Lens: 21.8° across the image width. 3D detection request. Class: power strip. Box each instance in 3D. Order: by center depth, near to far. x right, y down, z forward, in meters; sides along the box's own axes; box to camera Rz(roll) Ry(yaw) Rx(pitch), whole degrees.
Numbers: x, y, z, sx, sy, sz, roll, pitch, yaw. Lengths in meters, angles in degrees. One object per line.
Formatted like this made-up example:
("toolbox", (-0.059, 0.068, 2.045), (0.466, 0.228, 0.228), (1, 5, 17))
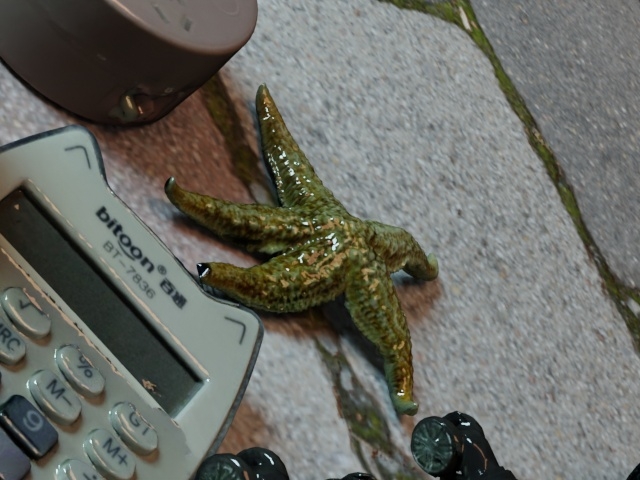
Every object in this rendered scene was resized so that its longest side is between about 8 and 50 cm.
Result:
("power strip", (-0.110, -0.138, 0.878), (0.154, 0.078, 0.154), (33, 36, -28))

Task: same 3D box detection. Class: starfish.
("starfish", (0.002, -0.001, 0.922), (0.223, 0.050, 0.217), (11, 42, -52))

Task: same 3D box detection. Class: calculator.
("calculator", (-0.127, 0.058, 0.697), (0.177, 0.040, 0.268), (48, 33, -4))

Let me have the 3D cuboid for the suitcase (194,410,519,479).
("suitcase", (0.045, 0.231, 0.652), (0.202, 0.128, 0.312), (-1, 61, -53))

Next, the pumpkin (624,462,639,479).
("pumpkin", (0.250, 0.195, 0.937), (0.202, 0.140, 0.202), (31, 40, -31))
